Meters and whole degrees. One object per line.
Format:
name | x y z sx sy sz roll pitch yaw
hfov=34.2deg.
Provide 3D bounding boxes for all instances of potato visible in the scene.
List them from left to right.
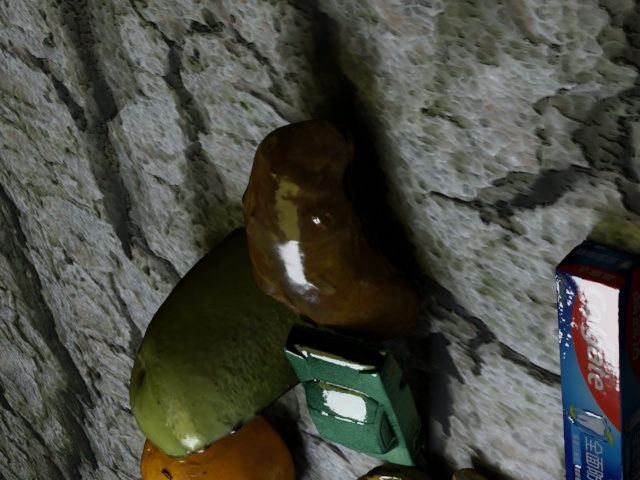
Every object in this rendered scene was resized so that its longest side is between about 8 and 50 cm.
potato | -0.167 0.146 1.482 0.330 0.280 0.212 -16 110 55

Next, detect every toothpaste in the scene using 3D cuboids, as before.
toothpaste | 0.307 0.152 1.124 0.076 0.066 0.320 19 134 39

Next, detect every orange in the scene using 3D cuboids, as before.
orange | -0.167 0.394 1.745 0.284 0.226 0.284 36 146 29

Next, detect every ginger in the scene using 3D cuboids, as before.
ginger | 0.000 0.000 1.261 0.172 0.165 0.321 -15 124 16

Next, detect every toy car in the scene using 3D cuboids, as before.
toy car | 0.047 0.215 1.371 0.141 0.097 0.320 12 151 22

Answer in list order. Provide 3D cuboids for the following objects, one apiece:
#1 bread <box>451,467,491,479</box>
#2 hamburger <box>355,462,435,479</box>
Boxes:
bread | 0.249 0.387 1.410 0.154 0.054 0.136 29 138 39
hamburger | 0.123 0.407 1.507 0.185 0.113 0.177 -30 70 26
